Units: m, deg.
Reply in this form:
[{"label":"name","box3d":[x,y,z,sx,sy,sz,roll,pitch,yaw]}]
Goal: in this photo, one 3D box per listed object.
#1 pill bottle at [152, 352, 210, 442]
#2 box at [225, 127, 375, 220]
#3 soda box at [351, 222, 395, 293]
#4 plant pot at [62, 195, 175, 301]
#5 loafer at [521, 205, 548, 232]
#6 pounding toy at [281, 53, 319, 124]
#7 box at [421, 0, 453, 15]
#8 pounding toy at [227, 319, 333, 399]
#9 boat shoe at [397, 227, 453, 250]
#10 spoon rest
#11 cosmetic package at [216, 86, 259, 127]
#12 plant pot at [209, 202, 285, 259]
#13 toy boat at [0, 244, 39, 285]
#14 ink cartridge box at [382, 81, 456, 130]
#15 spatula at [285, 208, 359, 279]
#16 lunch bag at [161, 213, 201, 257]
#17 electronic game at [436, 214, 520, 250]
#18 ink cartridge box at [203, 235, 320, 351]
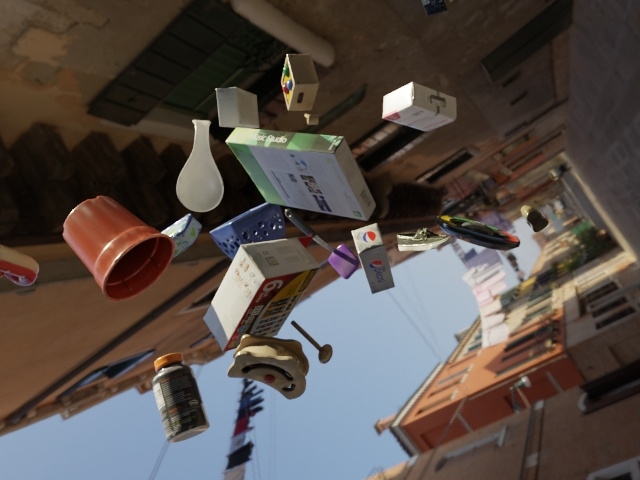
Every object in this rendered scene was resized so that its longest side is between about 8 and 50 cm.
[{"label":"pill bottle","box3d":[-0.429,0.468,1.606,0.130,0.130,0.245,17,-135,-57]},{"label":"box","box3d":[-0.047,-0.161,1.276,0.058,0.322,0.232,-61,-37,-25]},{"label":"soda box","box3d":[0.183,0.067,1.813,0.286,0.091,0.098,67,-174,-53]},{"label":"plant pot","box3d":[-0.665,0.011,1.718,0.265,0.272,0.272,39,-162,17]},{"label":"loafer","box3d":[0.668,-0.072,1.662,0.148,0.056,0.050,35,-155,-50]},{"label":"pounding toy","box3d":[-0.071,-0.465,1.736,0.094,0.181,0.206,-6,-115,-17]},{"label":"box","box3d":[0.313,-0.642,1.402,0.052,0.062,0.083,55,-127,-35]},{"label":"pounding toy","box3d":[-0.105,0.321,1.452,0.154,0.270,0.154,-79,-5,-55]},{"label":"boat shoe","box3d":[0.368,-0.005,1.916,0.078,0.219,0.070,-23,-78,-47]},{"label":"spoon rest","box3d":[-0.357,-0.222,1.583,0.084,0.137,0.276,-161,72,-76]},{"label":"cosmetic package","box3d":[-0.226,-0.362,1.478,0.239,0.061,0.098,-60,-35,-79]},{"label":"plant pot","box3d":[-0.269,-0.009,2.145,0.236,0.236,0.212,-31,-81,-32]},{"label":"toy boat","box3d":[-0.926,0.089,1.516,0.151,0.151,0.231,19,168,17]},{"label":"ink cartridge box","box3d":[0.356,-0.474,1.908,0.218,0.159,0.092,9,-101,-33]},{"label":"spatula","box3d":[0.000,0.000,1.701,0.296,0.084,0.030,41,-161,1]},{"label":"lunch bag","box3d":[-0.606,-0.008,2.217,0.090,0.219,0.176,51,-160,-22]},{"label":"electronic game","box3d":[0.427,-0.026,1.448,0.229,0.048,0.229,14,-166,-3]},{"label":"ink cartridge box","box3d":[-0.145,0.146,1.516,0.272,0.309,0.130,-10,-129,-45]}]
